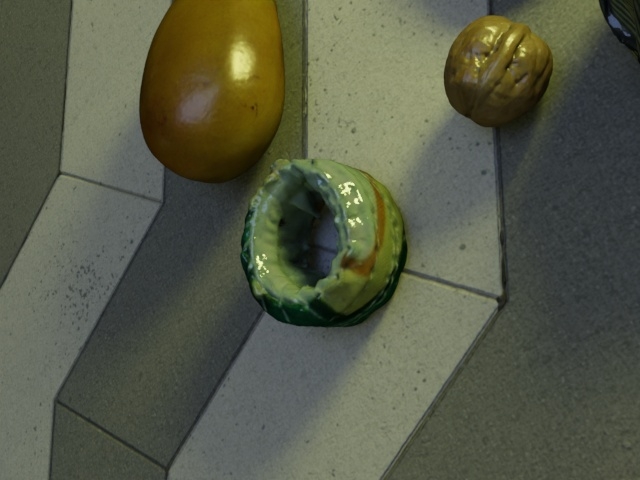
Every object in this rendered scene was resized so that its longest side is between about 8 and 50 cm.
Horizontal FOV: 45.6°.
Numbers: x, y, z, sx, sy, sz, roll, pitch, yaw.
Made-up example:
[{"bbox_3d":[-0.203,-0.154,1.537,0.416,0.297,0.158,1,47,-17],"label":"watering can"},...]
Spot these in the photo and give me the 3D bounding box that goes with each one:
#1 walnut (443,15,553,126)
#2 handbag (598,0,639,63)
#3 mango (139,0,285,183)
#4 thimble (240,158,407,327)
[{"bbox_3d":[0.260,-0.249,1.133,0.166,0.149,0.167,0,80,2],"label":"walnut"},{"bbox_3d":[0.479,-0.311,0.922,0.247,0.240,0.341,-25,68,35],"label":"handbag"},{"bbox_3d":[-0.198,-0.322,1.434,0.300,0.232,0.446,-7,70,39],"label":"mango"},{"bbox_3d":[0.000,0.000,1.254,0.254,0.167,0.288,-27,67,28],"label":"thimble"}]
